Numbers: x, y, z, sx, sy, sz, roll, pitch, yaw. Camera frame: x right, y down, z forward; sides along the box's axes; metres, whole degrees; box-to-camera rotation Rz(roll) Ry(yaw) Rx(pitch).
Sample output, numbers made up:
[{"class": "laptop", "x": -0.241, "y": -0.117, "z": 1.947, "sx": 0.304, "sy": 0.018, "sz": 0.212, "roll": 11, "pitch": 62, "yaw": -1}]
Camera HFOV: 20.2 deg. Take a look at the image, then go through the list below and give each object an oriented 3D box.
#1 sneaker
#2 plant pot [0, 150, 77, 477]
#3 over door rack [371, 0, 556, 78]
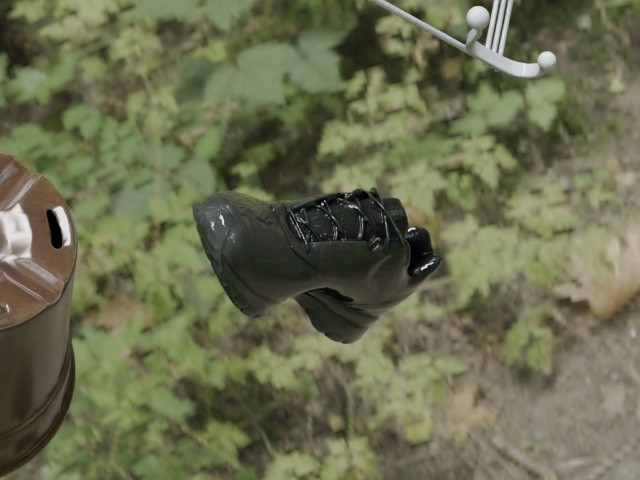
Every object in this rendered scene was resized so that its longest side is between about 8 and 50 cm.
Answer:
[{"class": "sneaker", "x": 0.000, "y": 0.000, "z": 1.468, "sx": 0.130, "sy": 0.286, "sz": 0.109, "roll": -32, "pitch": 68, "yaw": 20}, {"class": "plant pot", "x": -0.218, "y": 0.038, "z": 1.060, "sx": 0.167, "sy": 0.165, "sz": 0.167, "roll": 7, "pitch": 57, "yaw": -12}, {"class": "over door rack", "x": 0.106, "y": -0.313, "z": 1.687, "sx": 0.108, "sy": 0.324, "sz": 0.239, "roll": -17, "pitch": 58, "yaw": 59}]
